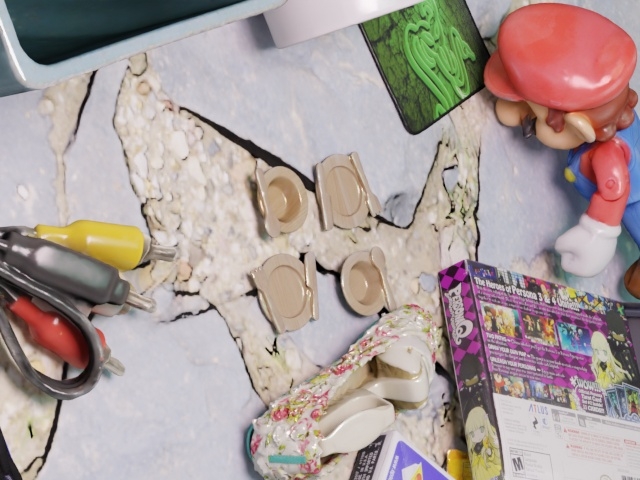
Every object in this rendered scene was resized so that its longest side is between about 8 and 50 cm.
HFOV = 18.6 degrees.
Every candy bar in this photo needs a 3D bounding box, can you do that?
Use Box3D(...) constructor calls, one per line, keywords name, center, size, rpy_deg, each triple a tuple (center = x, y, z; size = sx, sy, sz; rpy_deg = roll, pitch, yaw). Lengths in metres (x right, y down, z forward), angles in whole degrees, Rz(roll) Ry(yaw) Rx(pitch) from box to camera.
Box3D(name="candy bar", center=(0.168, 0.209, 1.733), size=(0.161, 0.018, 0.040), rpy_deg=(9, 77, -44))

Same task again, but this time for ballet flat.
Box3D(name="ballet flat", center=(0.040, 0.128, 1.571), size=(0.241, 0.077, 0.091), rpy_deg=(-37, 122, -41))

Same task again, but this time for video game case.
Box3D(name="video game case", center=(0.209, 0.137, 1.749), size=(0.232, 0.042, 0.210), rpy_deg=(14, 59, -43))

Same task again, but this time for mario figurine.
Box3D(name="mario figurine", center=(0.243, -0.089, 1.837), size=(0.170, 0.198, 0.320), rpy_deg=(-37, 123, 0))

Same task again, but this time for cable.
Box3D(name="cable", center=(-0.235, 0.014, 1.364), size=(0.287, 0.072, 0.139), rpy_deg=(27, 79, -25))

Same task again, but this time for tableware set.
Box3D(name="tableware set", center=(0.000, 0.000, 1.611), size=(0.169, 0.020, 0.141), rpy_deg=(-9, 87, -47))

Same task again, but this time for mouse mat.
Box3D(name="mouse mat", center=(0.085, -0.205, 1.758), size=(0.152, 0.007, 0.189), rpy_deg=(-37, 108, -44))

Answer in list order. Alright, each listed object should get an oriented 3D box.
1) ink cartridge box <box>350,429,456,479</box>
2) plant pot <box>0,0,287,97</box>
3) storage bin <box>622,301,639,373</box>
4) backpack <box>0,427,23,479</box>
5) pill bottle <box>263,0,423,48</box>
Box3D(name="ink cartridge box", center=(0.085, 0.297, 1.606), size=(0.208, 0.045, 0.206), rpy_deg=(40, 53, -29))
Box3D(name="plant pot", center=(-0.220, -0.216, 1.271), size=(0.248, 0.252, 0.247), rpy_deg=(-26, 100, -46))
Box3D(name="storage bin", center=(0.356, 0.115, 1.901), size=(0.135, 0.098, 0.091), rpy_deg=(14, 81, -43))
Box3D(name="backpack", center=(-0.254, 0.160, 1.259), size=(0.098, 0.101, 0.120), rpy_deg=(25, 31, -44))
Box3D(name="pill bottle", center=(-0.016, -0.308, 1.566), size=(0.160, 0.160, 0.283), rpy_deg=(-25, 99, -46))
